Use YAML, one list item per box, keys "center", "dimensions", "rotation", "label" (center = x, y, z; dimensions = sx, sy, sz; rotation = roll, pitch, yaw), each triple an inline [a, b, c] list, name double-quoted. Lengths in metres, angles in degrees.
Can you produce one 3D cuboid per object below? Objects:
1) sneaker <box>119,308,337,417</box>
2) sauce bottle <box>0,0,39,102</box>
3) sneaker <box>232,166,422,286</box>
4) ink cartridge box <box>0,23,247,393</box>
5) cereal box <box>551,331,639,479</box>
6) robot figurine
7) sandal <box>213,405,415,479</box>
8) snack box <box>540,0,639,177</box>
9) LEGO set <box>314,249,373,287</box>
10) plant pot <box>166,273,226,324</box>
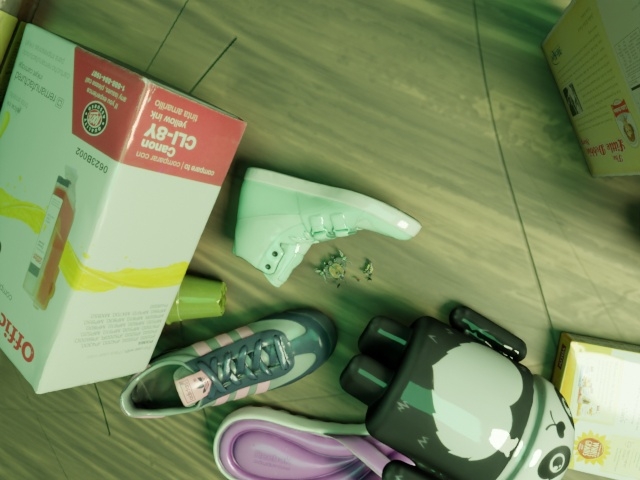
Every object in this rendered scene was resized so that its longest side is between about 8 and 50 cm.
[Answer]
- center: [-0.131, 0.188, 0.673]
  dimensions: [0.319, 0.131, 0.112]
  rotation: [-22, 91, 13]
  label: "sneaker"
- center: [-0.492, -0.340, 0.707]
  dimensions: [0.112, 0.111, 0.344]
  rotation: [31, 99, 7]
  label: "sauce bottle"
- center: [0.000, 0.000, 0.645]
  dimensions: [0.256, 0.094, 0.150]
  rotation: [15, 93, 20]
  label: "sneaker"
- center: [-0.308, -0.043, 0.631]
  dimensions: [0.279, 0.160, 0.384]
  rotation: [30, 102, 29]
  label: "ink cartridge box"
- center: [0.423, 0.225, 0.607]
  dimensions: [0.241, 0.047, 0.172]
  rotation: [10, 98, 10]
  label: "cereal box"
- center: [0.166, 0.202, 0.592]
  dimensions: [0.278, 0.173, 0.209]
  rotation: [28, 100, 8]
  label: "robot figurine"
- center: [0.038, 0.344, 0.669]
  dimensions: [0.417, 0.102, 0.169]
  rotation: [3, 97, 11]
  label: "sandal"
- center: [0.300, -0.157, 0.451]
  dimensions: [0.060, 0.322, 0.187]
  rotation: [-21, 91, 16]
  label: "snack box"
- center: [0.034, 0.042, 0.684]
  dimensions: [0.083, 0.023, 0.054]
  rotation: [18, 102, -4]
  label: "LEGO set"
- center: [-0.183, 0.085, 0.706]
  dimensions: [0.079, 0.083, 0.083]
  rotation: [3, 96, 0]
  label: "plant pot"
